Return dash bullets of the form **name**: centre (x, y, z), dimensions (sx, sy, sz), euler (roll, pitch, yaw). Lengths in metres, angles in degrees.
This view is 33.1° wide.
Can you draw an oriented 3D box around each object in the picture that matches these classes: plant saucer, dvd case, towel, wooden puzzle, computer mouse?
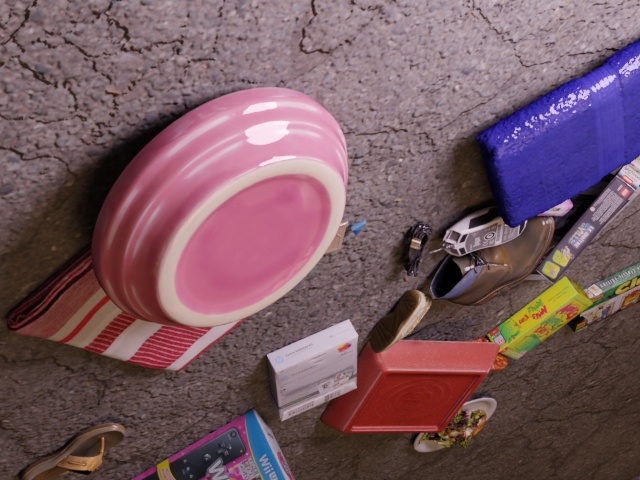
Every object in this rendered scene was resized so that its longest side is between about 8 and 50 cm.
- **plant saucer**: centre (0.162, 0.270, 1.909), dimensions (0.259, 0.047, 0.258), euler (3, 139, -23)
- **plant saucer**: centre (-0.096, -0.017, 1.233), dimensions (0.332, 0.084, 0.332), euler (-27, 145, -21)
- **dvd case**: centre (0.392, -0.020, 1.749), dimensions (0.179, 0.029, 0.238), euler (3, 136, -42)
- **towel**: centre (0.361, -0.159, 1.481), dimensions (0.308, 0.076, 0.227), euler (-30, 146, -1)
- **towel**: centre (-0.205, 0.079, 1.383), dimensions (0.237, 0.037, 0.329), euler (-38, 149, 15)
- **wooden puzzle**: centre (0.000, 0.000, 1.463), dimensions (0.116, 0.014, 0.078), euler (-12, 150, -27)
- **computer mouse**: centre (0.214, -0.011, 1.603), dimensions (0.193, 0.042, 0.106), euler (-17, 143, -10)

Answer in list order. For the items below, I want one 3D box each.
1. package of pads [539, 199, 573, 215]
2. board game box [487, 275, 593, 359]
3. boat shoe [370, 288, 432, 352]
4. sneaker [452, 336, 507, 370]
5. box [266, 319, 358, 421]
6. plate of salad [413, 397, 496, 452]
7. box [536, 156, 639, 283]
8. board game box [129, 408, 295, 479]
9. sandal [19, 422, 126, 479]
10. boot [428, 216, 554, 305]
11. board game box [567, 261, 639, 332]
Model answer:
- **package of pads**: centre (0.334, -0.062, 1.615), dimensions (0.083, 0.050, 0.032), euler (-1, 144, -39)
- **board game box**: centre (0.407, 0.146, 1.994), dimensions (0.181, 0.043, 0.092), euler (-40, 148, 16)
- **boat shoe**: centre (0.132, 0.134, 1.737), dimensions (0.045, 0.050, 0.135), euler (10, 132, -40)
- **sneaker**: centre (0.271, 0.217, 1.979), dimensions (0.175, 0.064, 0.067), euler (9, 141, -34)
- **box**: centre (-0.011, 0.213, 1.746), dimensions (0.145, 0.038, 0.186), euler (-23, 150, -12)
- **plate of salad**: centre (0.288, 0.397, 2.263), dimensions (0.200, 0.048, 0.200), euler (-21, 149, -13)
- **box**: centre (0.416, -0.034, 1.637), dimensions (0.114, 0.036, 0.207), euler (-38, 165, -53)
- **board game box**: centre (-0.185, 0.453, 1.773), dimensions (0.303, 0.224, 0.097), euler (-30, 147, -1)
- **sandal**: centre (-0.365, 0.332, 1.609), dimensions (0.180, 0.049, 0.072), euler (-31, 150, 2)
- **boot**: centre (0.264, 0.033, 1.667), dimensions (0.106, 0.082, 0.219), euler (-1, 141, -44)
- **board game box**: centre (0.606, 0.089, 2.096), dimensions (0.260, 0.030, 0.136), euler (-24, 147, -10)
